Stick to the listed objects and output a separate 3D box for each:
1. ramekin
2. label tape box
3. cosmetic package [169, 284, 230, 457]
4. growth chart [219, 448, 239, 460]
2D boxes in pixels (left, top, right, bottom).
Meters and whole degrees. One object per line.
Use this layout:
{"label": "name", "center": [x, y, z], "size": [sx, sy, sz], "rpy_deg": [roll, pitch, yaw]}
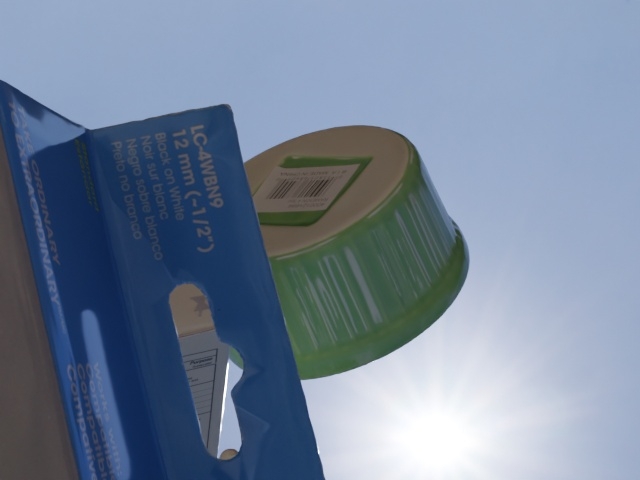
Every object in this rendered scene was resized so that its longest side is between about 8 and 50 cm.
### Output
{"label": "ramekin", "center": [0.000, 0.000, 1.215], "size": [0.304, 0.148, 0.303], "rpy_deg": [-18, -150, 11]}
{"label": "label tape box", "center": [-0.160, 0.075, 0.409], "size": [0.348, 0.249, 0.115], "rpy_deg": [-12, 173, -18]}
{"label": "cosmetic package", "center": [-0.175, 0.128, 1.017], "size": [0.153, 0.296, 0.129], "rpy_deg": [-8, -127, -18]}
{"label": "growth chart", "center": [-0.054, 0.214, 0.598], "size": [0.171, 0.021, 0.237], "rpy_deg": [-71, -164, -7]}
